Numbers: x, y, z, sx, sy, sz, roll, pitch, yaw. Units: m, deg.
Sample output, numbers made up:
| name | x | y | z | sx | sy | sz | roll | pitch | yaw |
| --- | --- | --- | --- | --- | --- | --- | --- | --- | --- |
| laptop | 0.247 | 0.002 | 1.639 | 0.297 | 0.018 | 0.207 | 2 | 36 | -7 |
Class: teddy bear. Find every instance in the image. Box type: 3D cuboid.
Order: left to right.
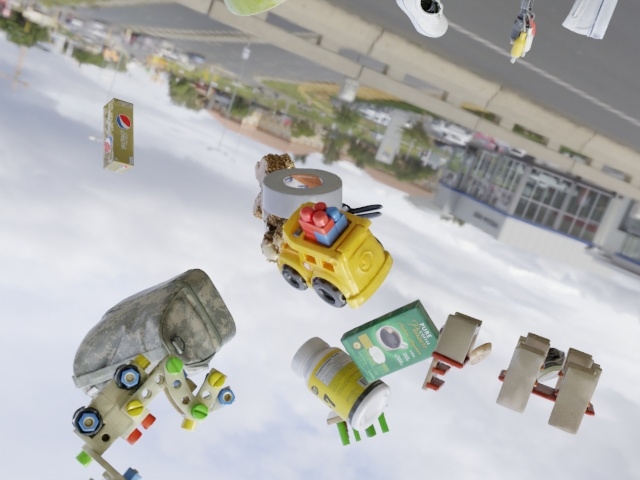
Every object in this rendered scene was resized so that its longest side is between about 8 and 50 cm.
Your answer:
| name | x | y | z | sx | sy | sz | roll | pitch | yaw |
| --- | --- | --- | --- | --- | --- | --- | --- | --- | --- |
| teddy bear | -0.120 | -0.096 | 2.108 | 0.113 | 0.245 | 0.338 | 3 | -123 | -29 |

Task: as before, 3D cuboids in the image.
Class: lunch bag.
| name | x | y | z | sx | sy | sz | roll | pitch | yaw |
| --- | --- | --- | --- | --- | --- | --- | --- | --- | --- |
| lunch bag | -0.383 | 0.230 | 1.559 | 0.305 | 0.212 | 0.256 | -22 | -171 | 25 |

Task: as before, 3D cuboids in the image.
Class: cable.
| name | x | y | z | sx | sy | sz | roll | pitch | yaw |
| --- | --- | --- | --- | --- | --- | --- | --- | --- | --- |
| cable | 0.600 | -0.638 | 1.967 | 0.072 | 0.139 | 0.287 | 32 | 164 | 12 |

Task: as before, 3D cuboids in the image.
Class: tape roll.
| name | x | y | z | sx | sy | sz | roll | pitch | yaw |
| --- | --- | --- | --- | --- | --- | --- | --- | --- | --- |
| tape roll | -0.048 | -0.130 | 1.878 | 0.219 | 0.072 | 0.219 | 1 | -154 | -1 |

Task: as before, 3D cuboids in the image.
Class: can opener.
| name | x | y | z | sx | sy | sz | roll | pitch | yaw |
| --- | --- | --- | --- | --- | --- | --- | --- | --- | --- |
| can opener | 0.111 | -0.081 | 2.117 | 0.186 | 0.059 | 0.073 | 1 | 165 | 38 |

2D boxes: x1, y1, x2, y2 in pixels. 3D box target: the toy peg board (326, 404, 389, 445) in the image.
| name | x | y | z | sx | sy | sz | roll | pitch | yaw |
| --- | --- | --- | --- | --- | --- | --- | --- | --- | --- |
| toy peg board | 0.107 | 0.474 | 1.813 | 0.161 | 0.079 | 0.160 | -18 | 173 | 1 |

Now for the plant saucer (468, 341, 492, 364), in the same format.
| name | x | y | z | sx | sy | sz | roll | pitch | yaw |
| --- | --- | --- | --- | --- | --- | --- | --- | --- | --- |
| plant saucer | 0.379 | 0.275 | 1.650 | 0.083 | 0.083 | 0.015 | 8 | -140 | -48 |

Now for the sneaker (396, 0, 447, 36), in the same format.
| name | x | y | z | sx | sy | sz | roll | pitch | yaw |
| --- | --- | --- | --- | --- | --- | --- | --- | --- | --- |
| sneaker | 0.319 | -0.671 | 2.035 | 0.091 | 0.094 | 0.258 | 22 | -176 | 39 |

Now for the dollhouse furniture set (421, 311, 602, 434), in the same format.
| name | x | y | z | sx | sy | sz | roll | pitch | yaw |
| --- | --- | --- | --- | --- | --- | --- | --- | --- | --- |
| dollhouse furniture set | 0.312 | 0.223 | 1.116 | 0.259 | 0.135 | 0.262 | 20 | -176 | 20 |

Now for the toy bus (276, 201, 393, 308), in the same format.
| name | x | y | z | sx | sy | sz | roll | pitch | yaw |
| --- | --- | --- | --- | --- | --- | --- | --- | --- | --- |
| toy bus | 0.000 | 0.000 | 1.306 | 0.220 | 0.149 | 0.211 | 20 | 151 | 38 |

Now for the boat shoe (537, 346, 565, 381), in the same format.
| name | x | y | z | sx | sy | sz | roll | pitch | yaw |
| --- | --- | --- | --- | --- | --- | --- | --- | --- | --- |
| boat shoe | 0.543 | 0.290 | 1.631 | 0.223 | 0.080 | 0.073 | 17 | -130 | -60 |

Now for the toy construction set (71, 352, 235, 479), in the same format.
| name | x | y | z | sx | sy | sz | roll | pitch | yaw |
| --- | --- | --- | --- | --- | --- | --- | --- | --- | --- |
| toy construction set | -0.319 | 0.337 | 1.259 | 0.215 | 0.151 | 0.327 | 46 | -128 | -10 |

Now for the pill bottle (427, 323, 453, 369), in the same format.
| name | x | y | z | sx | sy | sz | roll | pitch | yaw |
| --- | --- | --- | --- | --- | --- | --- | --- | --- | --- |
| pill bottle | 0.384 | 0.307 | 2.063 | 0.086 | 0.152 | 0.086 | 28 | 161 | 11 |

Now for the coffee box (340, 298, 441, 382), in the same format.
| name | x | y | z | sx | sy | sz | roll | pitch | yaw |
| --- | --- | --- | --- | --- | --- | --- | --- | --- | --- |
| coffee box | 0.145 | 0.202 | 1.377 | 0.113 | 0.184 | 0.040 | 56 | -154 | -9 |

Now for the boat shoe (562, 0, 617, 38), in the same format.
| name | x | y | z | sx | sy | sz | roll | pitch | yaw |
| --- | --- | --- | --- | --- | --- | --- | --- | --- | --- |
| boat shoe | 0.669 | -0.686 | 1.659 | 0.157 | 0.367 | 0.136 | 20 | -158 | 14 |

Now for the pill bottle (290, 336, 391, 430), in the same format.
| name | x | y | z | sx | sy | sz | roll | pitch | yaw |
| --- | --- | --- | --- | --- | --- | --- | --- | --- | --- |
| pill bottle | 0.042 | 0.309 | 1.518 | 0.208 | 0.119 | 0.119 | 34 | -164 | 30 |

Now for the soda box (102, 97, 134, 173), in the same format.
| name | x | y | z | sx | sy | sz | roll | pitch | yaw |
| --- | --- | --- | --- | --- | --- | --- | --- | --- | --- |
| soda box | -0.518 | -0.268 | 1.766 | 0.058 | 0.181 | 0.061 | 13 | 155 | -43 |

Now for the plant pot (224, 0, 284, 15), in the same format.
| name | x | y | z | sx | sy | sz | roll | pitch | yaw |
| --- | --- | --- | --- | --- | --- | --- | --- | --- | --- |
| plant pot | -0.206 | -0.807 | 1.833 | 0.275 | 0.275 | 0.293 | 30 | 164 | 42 |
